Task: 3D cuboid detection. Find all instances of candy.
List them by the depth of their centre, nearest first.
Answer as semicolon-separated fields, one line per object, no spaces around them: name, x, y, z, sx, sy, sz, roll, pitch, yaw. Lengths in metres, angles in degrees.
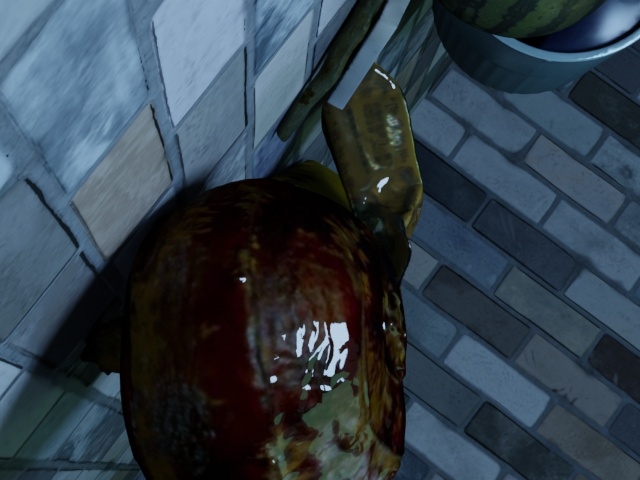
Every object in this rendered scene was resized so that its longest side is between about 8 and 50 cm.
candy;0.067;-0.078;1.583;0.101;0.271;0.143;-10;160;-4

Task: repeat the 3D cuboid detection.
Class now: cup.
cup;0.252;-0.346;1.616;0.257;0.331;0.311;-19;177;-1

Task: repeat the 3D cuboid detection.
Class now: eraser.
eraser;0.058;-0.221;1.458;0.150;0.023;0.104;-53;-169;52

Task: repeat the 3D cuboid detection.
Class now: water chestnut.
water chestnut;-0.075;0.111;1.238;0.350;0.302;0.350;-2;90;-77

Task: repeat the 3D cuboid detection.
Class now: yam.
yam;0.017;-0.193;1.416;0.234;0.027;0.029;-54;-153;31

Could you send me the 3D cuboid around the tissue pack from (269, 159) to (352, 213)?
tissue pack;0.000;0.000;1.742;0.134;0.192;0.271;-52;178;14

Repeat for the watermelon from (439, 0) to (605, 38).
watermelon;0.181;-0.284;1.205;0.212;0.212;0.212;-53;177;-5
